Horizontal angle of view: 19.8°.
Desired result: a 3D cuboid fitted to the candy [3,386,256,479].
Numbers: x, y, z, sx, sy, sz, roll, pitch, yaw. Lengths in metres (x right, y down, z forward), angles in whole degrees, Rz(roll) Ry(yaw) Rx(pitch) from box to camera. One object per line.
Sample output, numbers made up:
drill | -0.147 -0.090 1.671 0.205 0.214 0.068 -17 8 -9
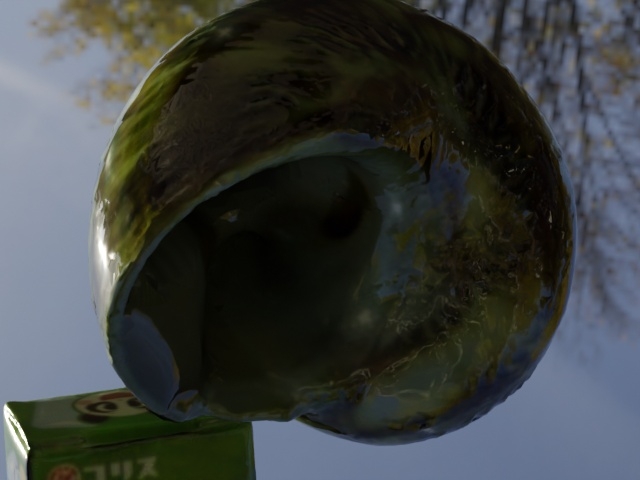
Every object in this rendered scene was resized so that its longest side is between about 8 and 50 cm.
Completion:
candy | -0.077 0.161 0.782 0.097 0.194 0.062 -7 -163 -18

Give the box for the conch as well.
conch | -0.002 -0.001 0.637 0.187 0.181 0.124 -27 -140 -19
